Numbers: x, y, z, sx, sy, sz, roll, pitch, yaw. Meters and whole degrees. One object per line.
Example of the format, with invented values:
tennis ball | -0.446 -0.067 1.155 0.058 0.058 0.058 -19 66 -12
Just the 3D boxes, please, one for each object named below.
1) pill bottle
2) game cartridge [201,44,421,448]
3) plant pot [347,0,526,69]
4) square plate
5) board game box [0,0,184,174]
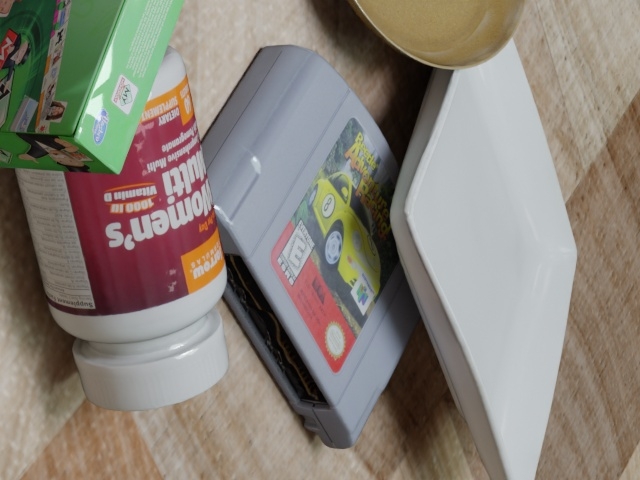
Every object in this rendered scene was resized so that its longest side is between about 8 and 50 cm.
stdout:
pill bottle | -0.128 -0.009 1.248 0.121 0.121 0.221 -37 123 -48
game cartridge | 0.000 0.000 1.504 0.294 0.060 0.196 61 43 -40
plant pot | 0.079 -0.250 1.552 0.236 0.032 0.236 12 72 -41
square plate | 0.142 -0.003 1.658 0.344 0.049 0.347 -71 147 -46
board game box | -0.155 -0.191 1.102 0.046 0.213 0.317 43 60 -50
